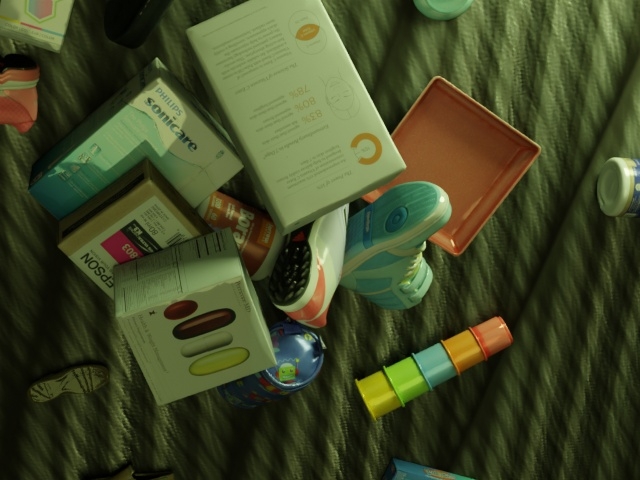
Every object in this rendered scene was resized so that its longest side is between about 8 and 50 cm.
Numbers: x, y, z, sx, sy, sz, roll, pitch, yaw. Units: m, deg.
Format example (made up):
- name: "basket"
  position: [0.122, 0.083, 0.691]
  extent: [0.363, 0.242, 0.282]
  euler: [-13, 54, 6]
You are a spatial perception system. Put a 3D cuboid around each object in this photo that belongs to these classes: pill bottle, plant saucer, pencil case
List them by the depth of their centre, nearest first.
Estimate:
- name: "plant saucer"
  position: [0.216, -0.435, 1.804]
  extent: [0.119, 0.021, 0.119]
  euler: [-4, 114, -9]
- name: "pill bottle"
  position: [-0.140, -0.002, 1.874]
  extent: [0.216, 0.121, 0.121]
  euler: [24, 107, -19]
- name: "pencil case"
  position: [-0.098, 0.224, 1.896]
  extent: [0.119, 0.306, 0.133]
  euler: [12, 71, -18]
- name: "plant saucer"
  position: [0.227, -0.136, 1.923]
  extent: [0.258, 0.047, 0.259]
  euler: [31, 106, -21]
- name: "pill bottle"
  position: [0.629, -0.095, 1.977]
  extent: [0.187, 0.112, 0.112]
  euler: [3, 113, -12]

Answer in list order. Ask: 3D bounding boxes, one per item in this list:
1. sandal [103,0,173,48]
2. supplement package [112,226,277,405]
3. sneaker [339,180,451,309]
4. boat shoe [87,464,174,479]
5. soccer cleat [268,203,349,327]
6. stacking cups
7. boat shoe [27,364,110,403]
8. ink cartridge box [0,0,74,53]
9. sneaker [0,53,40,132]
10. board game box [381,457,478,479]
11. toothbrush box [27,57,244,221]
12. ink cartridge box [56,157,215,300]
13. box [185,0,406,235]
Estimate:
- name: "sandal"
  position: [-0.229, -0.501, 1.606]
  extent: [0.107, 0.167, 0.445]
  euler: [20, 110, -38]
- name: "supplement package"
  position: [-0.200, 0.121, 1.677]
  extent: [0.203, 0.149, 0.194]
  euler: [-19, 123, -1]
- name: "sneaker"
  position: [0.161, 0.019, 1.895]
  extent: [0.208, 0.127, 0.319]
  euler: [33, 141, -27]
- name: "boat shoe"
  position: [-0.383, 0.477, 2.078]
  extent: [0.190, 0.068, 0.072]
  euler: [5, 100, -23]
- name: "soccer cleat"
  position: [0.000, 0.000, 1.846]
  extent: [0.109, 0.318, 0.116]
  euler: [-4, 145, 33]
- name: "stacking cups"
  position: [0.229, 0.252, 2.068]
  extent: [0.316, 0.096, 0.096]
  euler: [-24, 115, 0]
- name: "boat shoe"
  position: [-0.474, 0.266, 1.979]
  extent: [0.153, 0.048, 0.056]
  euler: [-19, 103, -9]
- name: "ink cartridge box"
  position: [-0.439, -0.416, 1.672]
  extent: [0.109, 0.062, 0.209]
  euler: [16, 109, -15]
- name: "sneaker"
  position: [-0.611, -0.219, 1.699]
  extent: [0.314, 0.116, 0.136]
  euler: [-4, 115, -9]
- name: "board game box"
  position: [0.218, 0.559, 2.223]
  extent: [0.210, 0.047, 0.160]
  euler: [19, 108, -17]
- name: "toothbrush box"
  position: [-0.312, -0.127, 1.784]
  extent: [0.295, 0.126, 0.216]
  euler: [-40, 116, 9]
- name: "ink cartridge box"
  position: [-0.285, 0.013, 1.736]
  extent: [0.193, 0.088, 0.234]
  euler: [-36, 120, 8]
- name: "box"
  position: [-0.044, -0.210, 1.690]
  extent: [0.215, 0.168, 0.345]
  euler: [-26, 88, -6]
